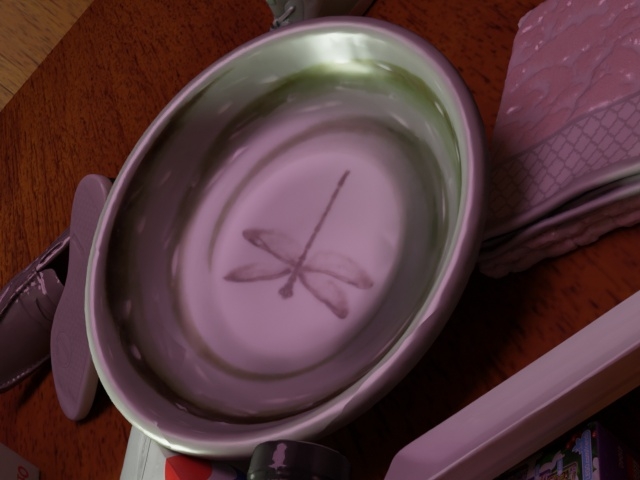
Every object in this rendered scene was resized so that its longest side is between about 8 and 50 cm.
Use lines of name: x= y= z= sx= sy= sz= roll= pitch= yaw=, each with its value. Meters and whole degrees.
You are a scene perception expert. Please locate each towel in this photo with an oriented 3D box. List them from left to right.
towel: x=0.264 y=-0.144 z=1.086 sx=0.332 sy=0.053 sz=0.317 roll=-26 pitch=34 yaw=43

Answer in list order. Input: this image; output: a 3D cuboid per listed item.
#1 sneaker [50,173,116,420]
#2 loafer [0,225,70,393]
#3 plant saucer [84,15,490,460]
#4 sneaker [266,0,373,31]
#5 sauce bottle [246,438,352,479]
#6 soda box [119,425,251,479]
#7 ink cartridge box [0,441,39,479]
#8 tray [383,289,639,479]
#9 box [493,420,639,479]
sneaker: x=-0.223 y=0.070 z=1.608 sx=0.104 sy=0.147 sz=0.295 roll=24 pitch=108 yaw=48
loafer: x=-0.343 y=0.067 z=1.793 sx=0.319 sy=0.112 sz=0.111 roll=-53 pitch=15 yaw=-6
plant saucer: x=-0.020 y=0.003 z=1.170 sx=0.400 sy=0.100 sz=0.400 roll=-17 pitch=58 yaw=29
sneaker: x=-0.058 y=-0.269 z=1.711 sx=0.256 sy=0.151 sz=0.094 roll=-53 pitch=25 yaw=-1
sauce bottle: x=-0.039 y=0.295 z=0.861 sx=0.111 sy=0.111 sz=0.344 roll=-23 pitch=49 yaw=47
soda box: x=-0.086 y=0.231 z=1.092 sx=0.286 sy=0.091 sz=0.098 roll=-145 pitch=69 yaw=-66
ink cartridge box: x=-0.445 y=0.270 z=1.493 sx=0.114 sy=0.273 sz=0.197 roll=-41 pitch=26 yaw=14
tray: x=0.154 y=0.096 z=0.883 sx=0.270 sy=0.030 sz=0.145 roll=-36 pitch=-1 yaw=13
box: x=0.102 y=0.266 z=0.785 sx=0.201 sy=0.057 sz=0.293 roll=-35 pitch=29 yaw=32
